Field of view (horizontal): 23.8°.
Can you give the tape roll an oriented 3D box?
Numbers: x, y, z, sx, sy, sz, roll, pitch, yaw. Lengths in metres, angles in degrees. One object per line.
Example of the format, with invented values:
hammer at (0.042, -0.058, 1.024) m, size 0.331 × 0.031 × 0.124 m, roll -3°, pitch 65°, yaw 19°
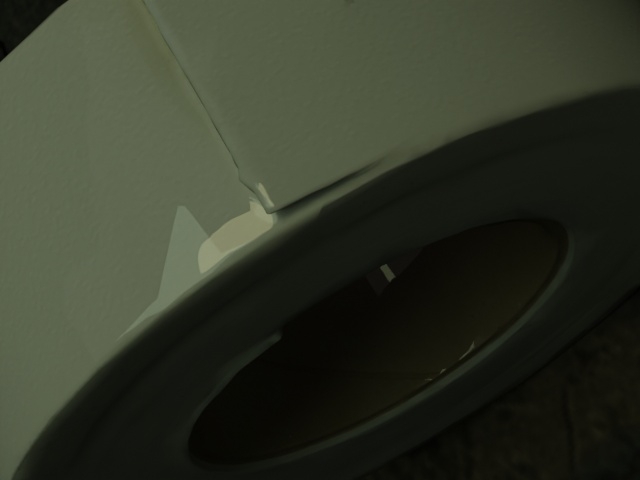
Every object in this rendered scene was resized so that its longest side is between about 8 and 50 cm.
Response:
tape roll at (0.000, 0.000, 0.534) m, size 0.286 × 0.286 × 0.100 m, roll -44°, pitch 64°, yaw 31°
